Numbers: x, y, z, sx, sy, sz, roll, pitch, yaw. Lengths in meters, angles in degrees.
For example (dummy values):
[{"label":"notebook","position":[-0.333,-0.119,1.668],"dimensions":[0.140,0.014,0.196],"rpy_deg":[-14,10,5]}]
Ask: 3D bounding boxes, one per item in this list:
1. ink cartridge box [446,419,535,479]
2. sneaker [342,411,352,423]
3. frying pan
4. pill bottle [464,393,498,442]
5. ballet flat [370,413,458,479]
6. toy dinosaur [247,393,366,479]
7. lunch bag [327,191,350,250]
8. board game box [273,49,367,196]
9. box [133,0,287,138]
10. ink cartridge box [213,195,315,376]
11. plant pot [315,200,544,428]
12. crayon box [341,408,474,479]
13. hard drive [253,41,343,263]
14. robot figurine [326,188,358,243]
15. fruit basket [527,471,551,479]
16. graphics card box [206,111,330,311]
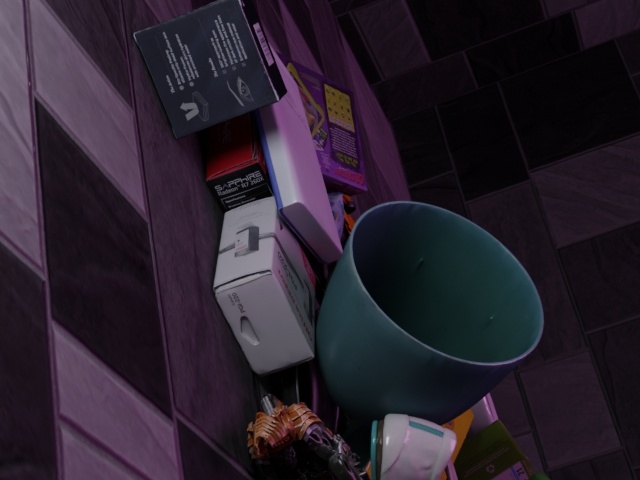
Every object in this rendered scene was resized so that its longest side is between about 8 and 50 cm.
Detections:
[{"label":"ink cartridge box","position":[0.259,0.460,2.240],"dimensions":[0.097,0.255,0.189],"rpy_deg":[55,-2,38]},{"label":"sneaker","position":[0.061,0.134,2.173],"dimensions":[0.210,0.137,0.366],"rpy_deg":[64,15,-44]},{"label":"frying pan","position":[-0.014,0.150,1.827],"dimensions":[0.197,0.053,0.326],"rpy_deg":[37,49,-67]},{"label":"pill bottle","position":[0.207,0.338,2.303],"dimensions":[0.131,0.229,0.131],"rpy_deg":[-20,90,-80]},{"label":"ballet flat","position":[0.130,0.410,1.709],"dimensions":[0.139,0.139,0.400],"rpy_deg":[-92,-179,-59]},{"label":"toy dinosaur","position":[-0.032,0.281,1.543],"dimensions":[0.322,0.164,0.218],"rpy_deg":[8,46,-58]},{"label":"lunch bag","position":[0.000,0.000,2.245],"dimensions":[0.129,0.096,0.151],"rpy_deg":[-63,155,-71]},{"label":"board game box","position":[-0.033,-0.213,2.239],"dimensions":[0.347,0.056,0.208],"rpy_deg":[18,56,-56]},{"label":"box","position":[-0.149,-0.243,1.720],"dimensions":[0.093,0.158,0.156],"rpy_deg":[-66,136,-74]},{"label":"ink cartridge box","position":[-0.074,0.060,1.746],"dimensions":[0.218,0.092,0.159],"rpy_deg":[-87,155,-60]},{"label":"plant pot","position":[0.127,0.129,1.741],"dimensions":[0.293,0.293,0.235],"rpy_deg":[-99,-151,-44]},{"label":"crayon box","position":[0.137,0.327,2.023],"dimensions":[0.318,0.081,0.202],"rpy_deg":[-55,130,-43]},{"label":"hard drive","position":[-0.048,-0.145,1.880],"dimensions":[0.210,0.040,0.319],"rpy_deg":[51,21,-60]},{"label":"robot figurine","position":[0.013,-0.065,2.442],"dimensions":[0.291,0.085,0.211],"rpy_deg":[49,24,-65]},{"label":"fruit basket","position":[0.276,0.577,2.114],"dimensions":[0.392,0.392,0.283],"rpy_deg":[-98,165,-48]},{"label":"graphics card box","position":[-0.068,-0.046,1.967],"dimensions":[0.233,0.094,0.371],"rpy_deg":[-98,163,-50]}]
